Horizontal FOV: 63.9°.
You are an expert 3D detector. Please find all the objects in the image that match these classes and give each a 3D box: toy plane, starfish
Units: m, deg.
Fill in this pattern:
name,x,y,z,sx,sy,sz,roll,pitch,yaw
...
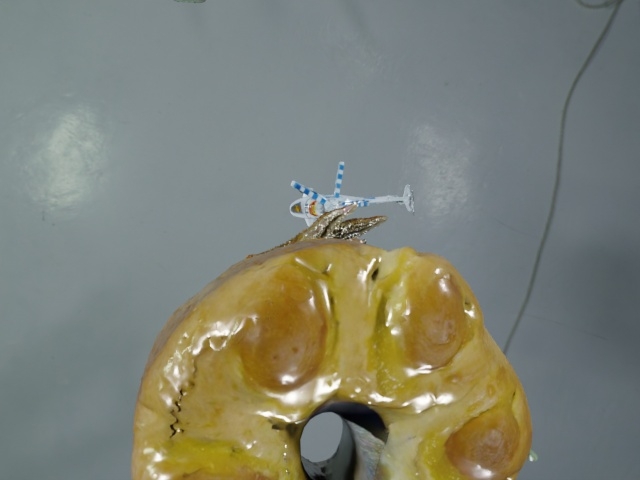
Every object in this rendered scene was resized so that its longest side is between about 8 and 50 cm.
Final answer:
name,x,y,z,sx,sy,sz,roll,pitch,yaw
toy plane,0.065,-0.092,1.133,0.273,0.107,0.181,-27,107,-20
starfish,0.000,-0.001,0.787,0.227,0.240,0.043,-16,75,-31

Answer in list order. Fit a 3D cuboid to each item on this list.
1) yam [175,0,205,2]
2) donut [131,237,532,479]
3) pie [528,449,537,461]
name,x,y,z,sx,sy,sz,roll,pitch,yaw
yam,-0.137,-0.279,0.515,0.043,0.043,0.094,-6,83,4
donut,0.009,0.150,0.399,0.299,0.150,0.317,9,98,-23
pie,0.286,0.288,0.759,0.017,0.085,0.085,-43,89,6
